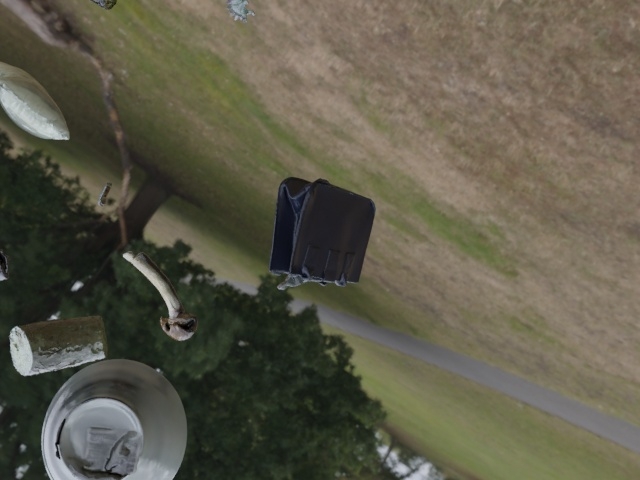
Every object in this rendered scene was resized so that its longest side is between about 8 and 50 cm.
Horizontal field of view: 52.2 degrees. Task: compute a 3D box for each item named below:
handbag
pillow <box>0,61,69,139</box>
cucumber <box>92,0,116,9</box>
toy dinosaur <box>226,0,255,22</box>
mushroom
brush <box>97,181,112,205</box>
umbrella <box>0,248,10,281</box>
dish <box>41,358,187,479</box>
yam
[{"bbox_3d":[0.000,0.000,1.581,0.119,0.268,0.326,10,178,34],"label":"handbag"},{"bbox_3d":[-0.535,-0.256,1.171,0.144,0.078,0.254,49,173,-38],"label":"pillow"},{"bbox_3d":[-0.631,-0.692,1.847,0.181,0.053,0.053,34,172,39],"label":"cucumber"},{"bbox_3d":[-0.262,-0.764,2.083,0.082,0.208,0.039,-22,151,20],"label":"toy dinosaur"},{"bbox_3d":[-0.280,0.093,1.145,0.187,0.060,0.061,61,158,-10],"label":"mushroom"},{"bbox_3d":[-0.617,-0.123,1.868,0.021,0.070,0.196,27,-174,-22],"label":"brush"},{"bbox_3d":[-0.725,0.061,1.404,0.118,0.118,0.340,36,164,-16],"label":"umbrella"},{"bbox_3d":[-0.435,0.402,1.338,0.317,0.316,0.106,32,171,4],"label":"dish"},{"bbox_3d":[-0.708,0.283,1.787,0.255,0.153,0.154,-6,-173,-26],"label":"yam"}]
